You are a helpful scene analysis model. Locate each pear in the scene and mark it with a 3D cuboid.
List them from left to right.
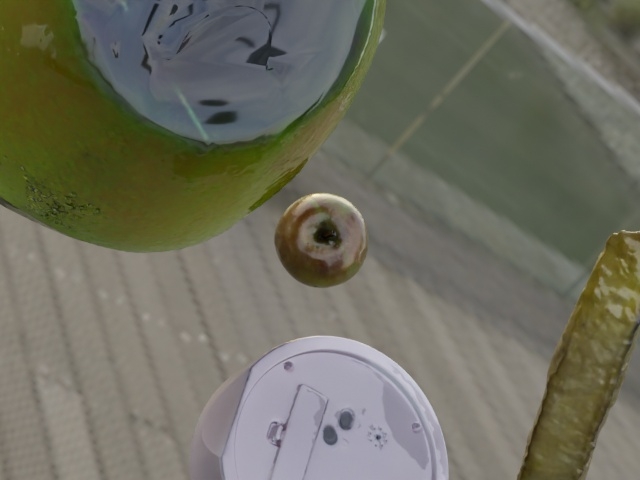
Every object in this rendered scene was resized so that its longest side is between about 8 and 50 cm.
[{"bbox_3d":[-0.109,-0.175,1.378,0.399,0.398,0.165,34,-6,-23],"label":"pear"}]

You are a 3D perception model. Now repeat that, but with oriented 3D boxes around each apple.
[{"bbox_3d":[0.000,0.000,1.662,0.089,0.089,0.074,38,-14,-14],"label":"apple"}]

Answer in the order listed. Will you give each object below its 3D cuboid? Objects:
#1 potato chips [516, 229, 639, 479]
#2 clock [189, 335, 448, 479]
[{"bbox_3d":[0.193,0.167,1.411,0.057,0.407,0.080,23,38,18],"label":"potato chips"},{"bbox_3d":[0.000,0.177,1.401,0.197,0.068,0.196,9,68,-24],"label":"clock"}]
